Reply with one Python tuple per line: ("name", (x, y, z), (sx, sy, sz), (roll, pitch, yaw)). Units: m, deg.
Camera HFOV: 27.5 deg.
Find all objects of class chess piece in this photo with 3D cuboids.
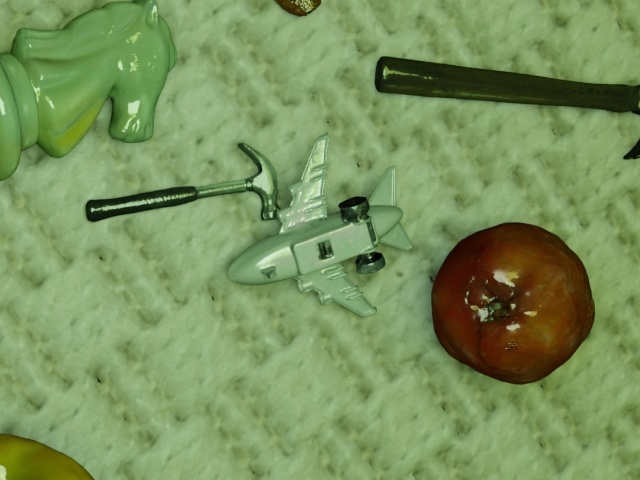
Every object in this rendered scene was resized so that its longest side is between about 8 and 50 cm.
("chess piece", (-0.303, -0.183, 1.563), (0.298, 0.176, 0.176), (-20, 95, -29))

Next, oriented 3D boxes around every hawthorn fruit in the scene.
("hawthorn fruit", (0.238, 0.078, 1.639), (0.211, 0.299, 0.211), (-1, 87, 12))

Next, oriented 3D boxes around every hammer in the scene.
("hammer", (-0.175, -0.062, 1.649), (0.246, 0.029, 0.103), (-8, 92, -15))
("hammer", (0.285, -0.208, 1.779), (0.440, 0.044, 0.168), (4, 87, -16))

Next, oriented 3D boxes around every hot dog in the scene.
("hot dog", (-0.035, -0.328, 1.687), (0.058, 0.035, 0.083), (-42, 100, -13))

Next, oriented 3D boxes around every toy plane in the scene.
("toy plane", (0.003, 0.001, 1.652), (0.255, 0.101, 0.251), (-22, 109, -21))

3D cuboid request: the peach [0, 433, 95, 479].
("peach", (-0.391, 0.375, 1.460), (0.289, 0.289, 0.308), (21, 111, -15))
